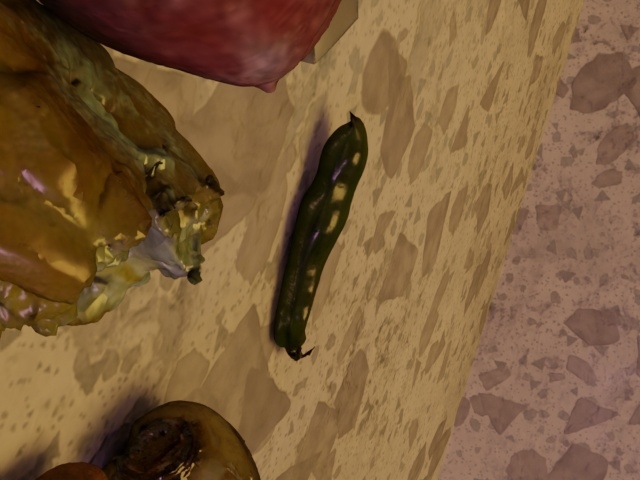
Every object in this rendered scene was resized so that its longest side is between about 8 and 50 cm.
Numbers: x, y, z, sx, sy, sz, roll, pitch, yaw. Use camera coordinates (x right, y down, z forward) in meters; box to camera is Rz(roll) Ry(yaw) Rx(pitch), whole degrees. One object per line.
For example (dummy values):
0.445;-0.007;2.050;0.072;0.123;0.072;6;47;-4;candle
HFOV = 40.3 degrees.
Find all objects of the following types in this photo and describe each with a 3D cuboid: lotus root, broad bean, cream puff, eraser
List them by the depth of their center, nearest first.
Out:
-0.167;-0.024;0.424;0.221;0.194;0.195;6;102;-80;cream puff
-0.118;0.257;0.805;0.154;0.154;0.278;-56;158;-36;lotus root
0.005;-0.260;0.846;0.104;0.023;0.150;-54;152;-40;eraser
-0.004;0.004;1.000;0.098;0.056;0.318;-43;151;-62;broad bean

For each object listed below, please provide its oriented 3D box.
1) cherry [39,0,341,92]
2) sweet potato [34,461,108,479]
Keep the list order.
-0.068;-0.219;0.400;0.261;0.221;0.308;-50;132;-66;cherry
-0.253;0.273;0.545;0.355;0.095;0.106;-57;150;-36;sweet potato
